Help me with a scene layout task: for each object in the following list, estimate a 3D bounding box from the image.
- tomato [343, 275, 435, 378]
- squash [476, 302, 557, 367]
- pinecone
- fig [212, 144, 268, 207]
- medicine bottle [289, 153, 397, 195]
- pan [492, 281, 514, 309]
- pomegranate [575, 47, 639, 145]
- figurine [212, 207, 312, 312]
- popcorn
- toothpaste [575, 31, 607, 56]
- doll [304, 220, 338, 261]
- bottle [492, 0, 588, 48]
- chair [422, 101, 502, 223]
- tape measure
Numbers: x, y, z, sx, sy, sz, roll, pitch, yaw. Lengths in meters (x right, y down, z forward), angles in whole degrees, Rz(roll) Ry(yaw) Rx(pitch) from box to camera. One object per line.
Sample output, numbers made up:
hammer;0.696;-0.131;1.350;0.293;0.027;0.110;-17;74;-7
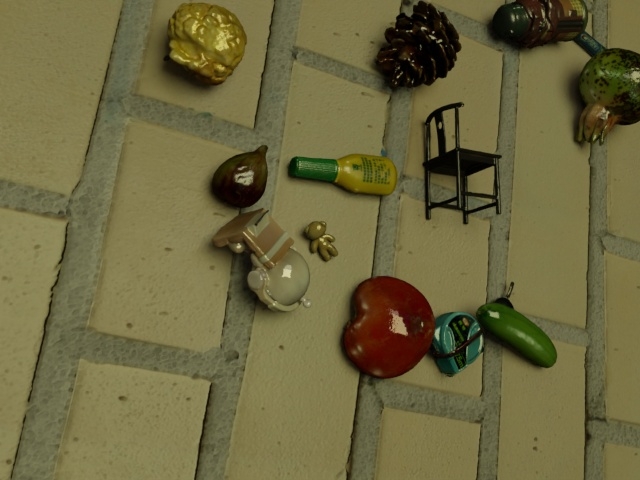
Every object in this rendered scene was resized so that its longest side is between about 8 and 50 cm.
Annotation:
tomato;0.168;0.186;1.679;0.200;0.139;0.233;21;69;-28
squash;0.479;0.223;1.841;0.292;0.082;0.082;33;65;-30
pinecone;0.234;-0.467;1.857;0.204;0.179;0.184;-25;67;-13
fig;-0.158;-0.144;1.616;0.109;0.103;0.155;38;71;-39
medicine bottle;0.054;-0.157;1.747;0.260;0.064;0.095;4;74;-26
pan;0.456;0.155;1.896;0.068;0.023;0.115;30;69;-17
pomegranate;0.811;-0.397;2.139;0.222;0.276;0.204;32;24;5
figurine;-0.107;0.052;1.584;0.237;0.141;0.162;53;39;-18
popcorn;-0.244;-0.415;1.608;0.170;0.180;0.180;-33;95;14
toothpaste;0.800;-0.568;2.242;0.197;0.035;0.057;33;81;-18
doll;0.001;0.002;1.690;0.061;0.051;0.093;-30;89;-1
bottle;0.593;-0.610;2.086;0.271;0.143;0.156;-11;83;-27
chair;0.338;-0.184;1.852;0.141;0.154;0.260;6;78;-26
tape measure;0.314;0.230;1.775;0.146;0.081;0.125;-29;95;-30
